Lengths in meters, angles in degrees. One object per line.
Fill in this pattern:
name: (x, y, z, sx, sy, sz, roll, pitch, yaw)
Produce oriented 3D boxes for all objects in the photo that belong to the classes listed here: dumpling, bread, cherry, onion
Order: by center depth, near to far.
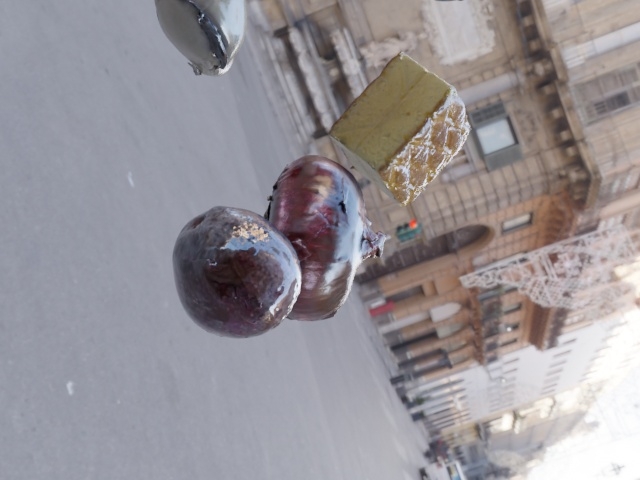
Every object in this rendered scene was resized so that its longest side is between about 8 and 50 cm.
cherry: (-0.123, 0.041, 0.949, 0.195, 0.195, 0.195, -20, 90, -85)
onion: (0.000, 0.000, 1.217, 0.314, 0.232, 0.313, 9, 90, -82)
dumpling: (-0.207, -0.450, 1.295, 0.163, 0.204, 0.293, 40, -21, 38)
bread: (0.208, -0.267, 1.685, 0.207, 0.279, 0.279, 43, -1, 29)
